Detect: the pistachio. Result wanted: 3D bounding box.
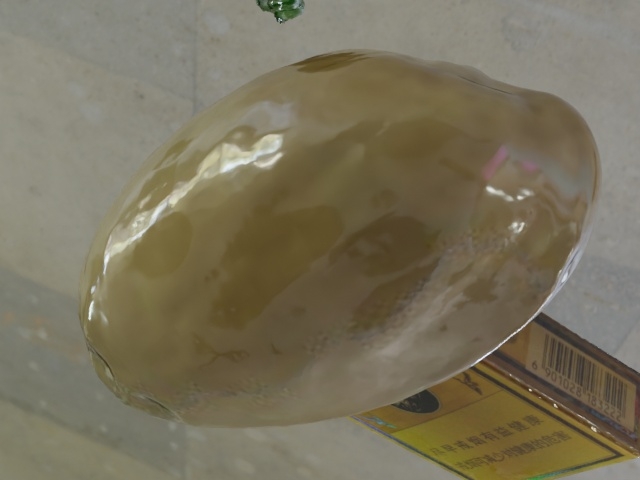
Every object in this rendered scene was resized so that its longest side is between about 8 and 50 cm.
[{"bbox_3d":[0.000,0.000,0.479,0.292,0.162,0.182,-24,83,19],"label":"pistachio"}]

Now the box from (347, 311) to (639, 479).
[{"bbox_3d":[0.109,0.115,0.807,0.301,0.084,0.193,31,142,-19],"label":"box"}]

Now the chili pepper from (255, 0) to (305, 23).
[{"bbox_3d":[-0.017,-0.237,0.688,0.088,0.059,0.227,-6,156,-9],"label":"chili pepper"}]
